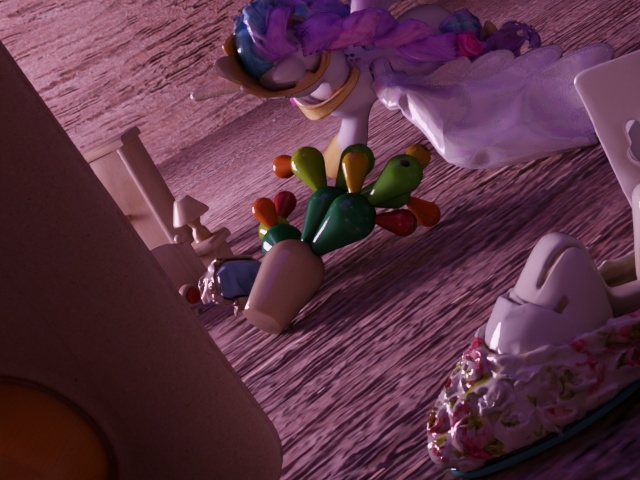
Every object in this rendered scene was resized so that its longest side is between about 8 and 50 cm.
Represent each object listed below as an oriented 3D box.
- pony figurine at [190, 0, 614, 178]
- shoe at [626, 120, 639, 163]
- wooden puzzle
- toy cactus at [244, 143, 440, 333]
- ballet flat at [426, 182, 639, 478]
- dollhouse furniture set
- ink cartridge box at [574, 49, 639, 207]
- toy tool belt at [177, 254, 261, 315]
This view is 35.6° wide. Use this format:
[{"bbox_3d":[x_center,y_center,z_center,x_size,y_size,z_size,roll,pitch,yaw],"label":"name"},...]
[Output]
[{"bbox_3d":[0.087,-0.175,0.927,0.350,0.303,0.363,-21,-8,13],"label":"pony figurine"},{"bbox_3d":[0.284,-0.113,0.666,0.178,0.063,0.081,-28,17,23],"label":"shoe"},{"bbox_3d":[-0.241,0.077,0.480,0.347,0.322,0.080,-25,22,17],"label":"wooden puzzle"},{"bbox_3d":[0.000,0.000,0.805,0.219,0.112,0.181,-7,44,49],"label":"toy cactus"},{"bbox_3d":[0.142,0.017,0.445,0.240,0.077,0.091,-29,14,1],"label":"ballet flat"},{"bbox_3d":[-0.285,0.033,1.049,0.303,0.174,0.355,-22,14,26],"label":"dollhouse furniture set"},{"bbox_3d":[0.248,-0.084,0.520,0.198,0.115,0.067,-20,17,31],"label":"ink cartridge box"},{"bbox_3d":[-0.078,0.039,0.859,0.051,0.052,0.083,-6,6,45],"label":"toy tool belt"}]
